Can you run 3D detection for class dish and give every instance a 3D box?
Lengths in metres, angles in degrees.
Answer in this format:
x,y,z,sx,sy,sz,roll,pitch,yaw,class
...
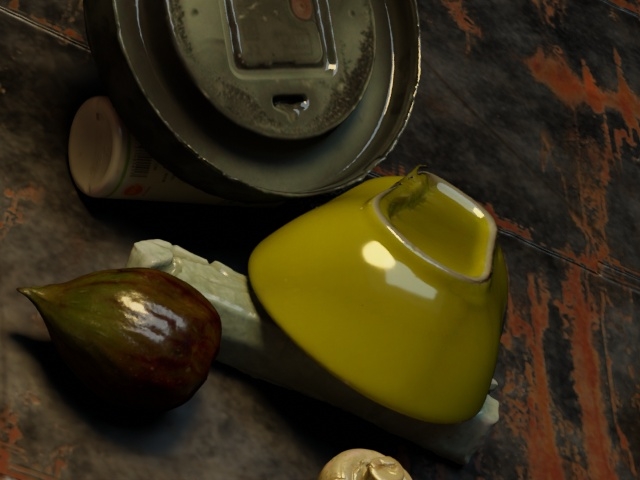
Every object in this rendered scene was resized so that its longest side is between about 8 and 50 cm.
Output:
x,y,z,sx,sy,sz,roll,pitch,yaw,class
0.075,0.020,1.490,0.221,0.108,0.262,37,28,3,dish

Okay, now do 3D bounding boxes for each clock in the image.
x,y,z,sx,sy,sz,roll,pitch,yaw,class
-0.051,-0.181,1.525,0.312,0.061,0.313,9,74,-35,clock

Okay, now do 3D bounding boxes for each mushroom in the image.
x,y,z,sx,sy,sz,roll,pitch,yaw,class
0.037,0.194,1.403,0.083,0.067,0.084,16,44,-15,mushroom

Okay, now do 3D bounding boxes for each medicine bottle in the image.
x,y,z,sx,sy,sz,roll,pitch,yaw,class
-0.113,-0.073,1.549,0.183,0.086,0.086,3,48,-37,medicine bottle

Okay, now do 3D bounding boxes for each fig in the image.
x,y,z,sx,sy,sz,roll,pitch,yaw,class
-0.151,0.064,1.367,0.154,0.103,0.109,26,6,-2,fig

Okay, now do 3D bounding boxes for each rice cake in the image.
x,y,z,sx,sy,sz,roll,pitch,yaw,class
-0.009,0.089,1.481,0.336,0.066,0.063,24,29,-18,rice cake

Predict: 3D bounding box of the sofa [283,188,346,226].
x,y,z,sx,sy,sz,roll,pitch,yaw,class
0.000,0.000,1.601,0.060,0.039,0.118,24,40,-21,sofa
